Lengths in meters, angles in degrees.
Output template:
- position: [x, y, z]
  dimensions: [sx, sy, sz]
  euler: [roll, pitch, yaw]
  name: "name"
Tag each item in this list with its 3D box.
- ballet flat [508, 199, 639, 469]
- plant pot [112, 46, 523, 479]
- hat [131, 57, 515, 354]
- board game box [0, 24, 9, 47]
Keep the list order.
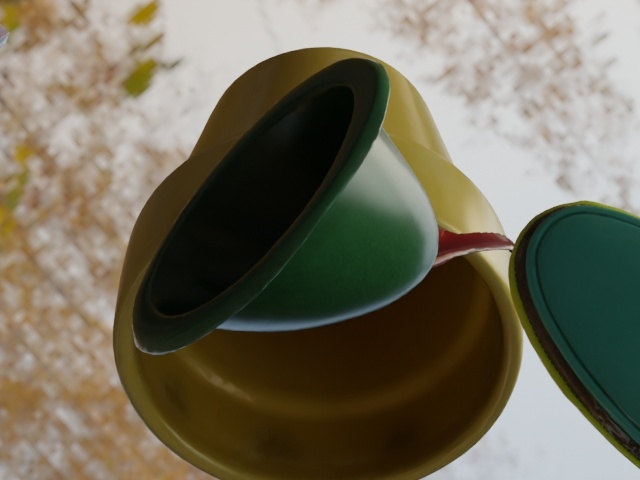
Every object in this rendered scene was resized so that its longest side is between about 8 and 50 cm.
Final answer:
- position: [0.159, 0.074, 0.698]
  dimensions: [0.077, 0.231, 0.077]
  euler: [-53, 173, -15]
  name: "ballet flat"
- position: [0.000, 0.000, 1.309]
  dimensions: [0.254, 0.254, 0.239]
  euler: [-34, -150, 24]
  name: "plant pot"
- position: [0.036, 0.024, 0.999]
  dimensions: [0.208, 0.183, 0.173]
  euler: [-57, -158, -21]
  name: "hat"
- position: [-0.267, -0.140, 1.295]
  dimensions: [0.090, 0.090, 0.020]
  euler: [-40, 174, -31]
  name: "board game box"
